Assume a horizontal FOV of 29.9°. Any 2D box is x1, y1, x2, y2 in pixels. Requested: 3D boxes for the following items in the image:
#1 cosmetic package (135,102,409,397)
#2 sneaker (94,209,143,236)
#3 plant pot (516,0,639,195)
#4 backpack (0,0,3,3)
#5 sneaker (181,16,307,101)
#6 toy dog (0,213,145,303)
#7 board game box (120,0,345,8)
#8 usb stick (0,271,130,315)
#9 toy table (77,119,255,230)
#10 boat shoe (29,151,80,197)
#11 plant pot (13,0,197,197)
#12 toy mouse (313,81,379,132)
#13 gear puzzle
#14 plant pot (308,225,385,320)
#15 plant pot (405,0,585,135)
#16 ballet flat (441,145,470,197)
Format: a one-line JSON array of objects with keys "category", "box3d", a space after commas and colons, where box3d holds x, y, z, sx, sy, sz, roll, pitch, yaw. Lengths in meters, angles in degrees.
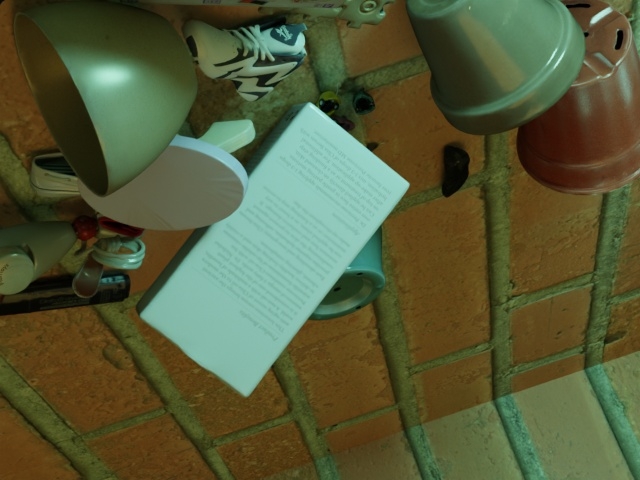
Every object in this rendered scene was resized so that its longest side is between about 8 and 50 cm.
[{"category": "cosmetic package", "box3d": [-0.085, 0.011, 2.032, 0.453, 0.230, 0.161, -52, -168, -4]}, {"category": "sneaker", "box3d": [-0.290, -0.070, 2.106, 0.221, 0.128, 0.087, -16, 151, -4]}, {"category": "plant pot", "box3d": [0.460, -0.265, 2.109, 0.273, 0.272, 0.265, -22, 142, 5]}, {"category": "backpack", "box3d": [-0.471, -0.350, 1.564, 0.120, 0.101, 0.098, 10, 141, -47]}, {"category": "sneaker", "box3d": [-0.102, -0.308, 1.857, 0.153, 0.094, 0.235, -30, 149, 16]}, {"category": "toy dog", "box3d": [-0.477, 0.039, 2.132, 0.334, 0.220, 0.161, 0, 124, -14]}, {"category": "board game box", "box3d": [-0.112, -0.360, 1.602, 0.317, 0.064, 0.242, 0, -176, -9]}, {"category": "usb stick", "box3d": [-0.514, 0.105, 2.352, 0.278, 0.045, 0.077, -6, 141, -22]}, {"category": "toy table", "box3d": [-0.238, -0.130, 1.930, 0.274, 0.160, 0.252, 7, 132, 7]}, {"category": "boat shoe", "box3d": [-0.377, -0.116, 2.025, 0.226, 0.083, 0.075, -9, 150, -16]}, {"category": "plant pot", "box3d": [-0.292, -0.230, 1.730, 0.191, 0.284, 0.284, -28, 154, -21]}, {"category": "toy mouse", "box3d": [0.046, -0.230, 2.131, 0.143, 0.031, 0.161, 4, 143, -34]}, {"category": "gear puzzle", "box3d": [-0.024, -0.408, 1.794, 0.339, 0.044, 0.175, 3, 145, -29]}, {"category": "plant pot", "box3d": [0.000, 0.000, 2.263, 0.272, 0.255, 0.271, -14, 149, -9]}, {"category": "plant pot", "box3d": [0.253, -0.336, 1.904, 0.263, 0.263, 0.229, -31, 130, 20]}, {"category": "ballet flat", "box3d": [0.268, -0.139, 2.414, 0.057, 0.049, 0.173, -41, 161, -19]}]
